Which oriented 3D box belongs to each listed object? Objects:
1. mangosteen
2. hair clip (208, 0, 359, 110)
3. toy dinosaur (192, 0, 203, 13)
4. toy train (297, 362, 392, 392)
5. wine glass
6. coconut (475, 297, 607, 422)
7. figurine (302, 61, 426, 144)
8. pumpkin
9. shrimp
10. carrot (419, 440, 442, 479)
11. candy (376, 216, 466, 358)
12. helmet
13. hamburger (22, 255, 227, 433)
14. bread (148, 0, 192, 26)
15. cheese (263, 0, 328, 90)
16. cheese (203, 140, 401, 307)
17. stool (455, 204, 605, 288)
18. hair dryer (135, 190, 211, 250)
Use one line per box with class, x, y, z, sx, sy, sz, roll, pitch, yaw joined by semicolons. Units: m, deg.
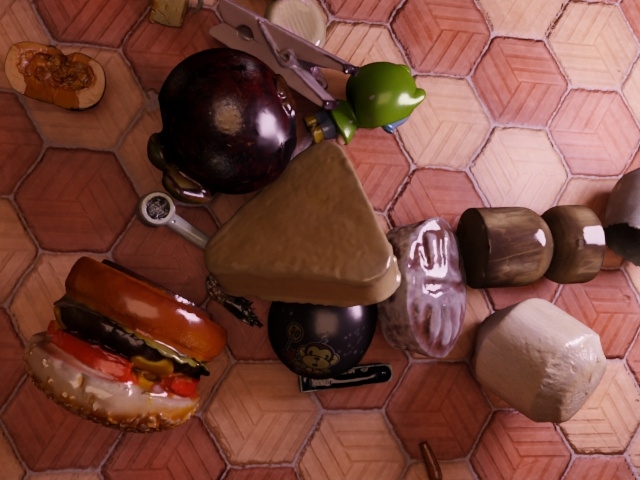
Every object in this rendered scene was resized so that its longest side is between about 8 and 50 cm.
mangosteen;-0.191;-0.221;1.114;0.310;0.311;0.312;1;86;-9
hair clip;-0.083;-0.394;1.187;0.330;0.085;0.101;34;117;15
toy dinosaur;-0.235;-0.608;1.244;0.167;0.053;0.242;39;82;-3
toy train;0.055;0.296;1.229;0.207;0.047;0.043;-4;87;-10
wine glass;0.799;-0.103;1.285;0.238;0.238;0.323;35;76;-5
coconut;0.448;0.243;1.202;0.237;0.265;0.238;-21;125;-33
figurine;0.092;-0.291;1.232;0.263;0.143;0.162;-24;54;2
pumpkin;-0.528;-0.331;1.150;0.183;0.107;0.119;16;91;-15
shrimp;-0.171;0.119;1.212;0.161;0.034;0.091;44;80;-3
carrot;0.246;0.495;1.255;0.032;0.032;0.093;-18;84;-10
candy;0.212;0.099;1.198;0.214;0.157;0.290;6;82;-40
helmet;0.018;0.147;1.166;0.230;0.160;0.279;28;74;0
hamburger;-0.350;0.198;1.034;0.329;0.330;0.250;29;76;-6
bread;-0.326;-0.529;1.242;0.084;0.080;0.109;14;119;-8
cheese;-0.041;-0.435;1.257;0.137;0.064;0.228;-22;88;-6
cheese;-0.001;0.001;1.105;0.383;0.104;0.384;-9;53;11
stool;0.453;0.012;1.247;0.263;0.179;0.179;-1;86;-9
hair dryer;-0.273;-0.014;1.171;0.236;0.131;0.073;39;78;-18
